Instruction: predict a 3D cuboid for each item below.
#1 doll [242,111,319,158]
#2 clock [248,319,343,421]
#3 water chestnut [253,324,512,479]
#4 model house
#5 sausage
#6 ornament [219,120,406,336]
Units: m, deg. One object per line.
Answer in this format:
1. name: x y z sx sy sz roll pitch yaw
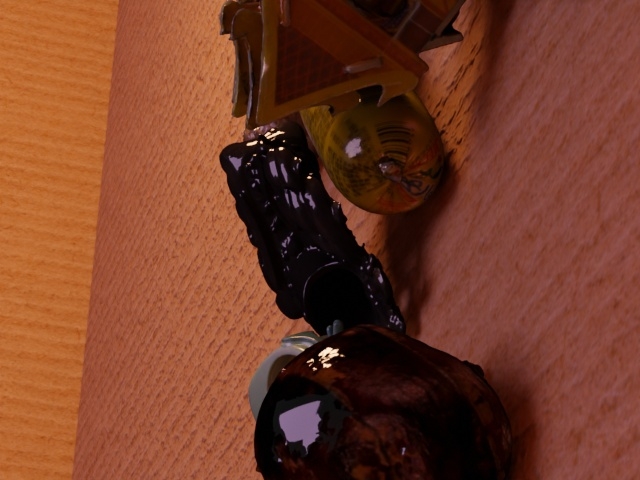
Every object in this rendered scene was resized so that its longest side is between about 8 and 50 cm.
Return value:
1. doll: -0.030 -0.181 2.241 0.115 0.105 0.221 -87 14 -50
2. clock: 0.008 0.168 1.841 0.159 0.066 0.211 59 144 20
3. water chestnut: 0.066 0.179 1.523 0.224 0.238 0.223 23 125 37
4. model house: -0.028 -0.268 1.681 0.313 0.358 0.242 -54 20 1
5. sausage: 0.049 -0.123 1.884 0.347 0.123 0.123 -111 36 -64
6. ornament: 0.000 0.000 1.869 0.251 0.106 0.260 67 170 -13
